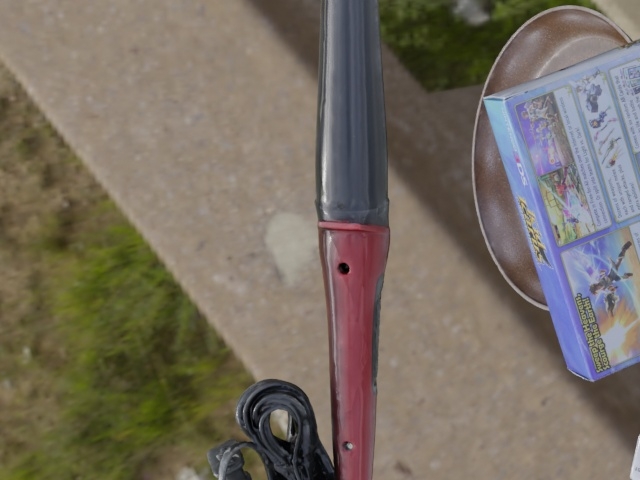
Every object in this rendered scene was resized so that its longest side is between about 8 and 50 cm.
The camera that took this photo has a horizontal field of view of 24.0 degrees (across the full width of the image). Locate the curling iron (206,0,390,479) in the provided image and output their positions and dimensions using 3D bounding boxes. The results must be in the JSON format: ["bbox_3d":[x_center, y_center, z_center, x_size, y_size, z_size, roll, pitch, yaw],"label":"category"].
[{"bbox_3d":[0.000,0.000,0.595,0.035,0.068,0.274,-123,37,-64],"label":"curling iron"}]

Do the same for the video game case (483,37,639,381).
[{"bbox_3d":[0.301,-0.043,1.356,0.061,0.244,0.270,-158,48,-73],"label":"video game case"}]

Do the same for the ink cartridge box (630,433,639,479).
[{"bbox_3d":[0.375,0.213,1.543,0.088,0.122,0.052,15,111,19],"label":"ink cartridge box"}]

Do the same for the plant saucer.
[{"bbox_3d":[0.260,-0.081,1.536,0.310,0.050,0.311,1,91,60],"label":"plant saucer"}]
